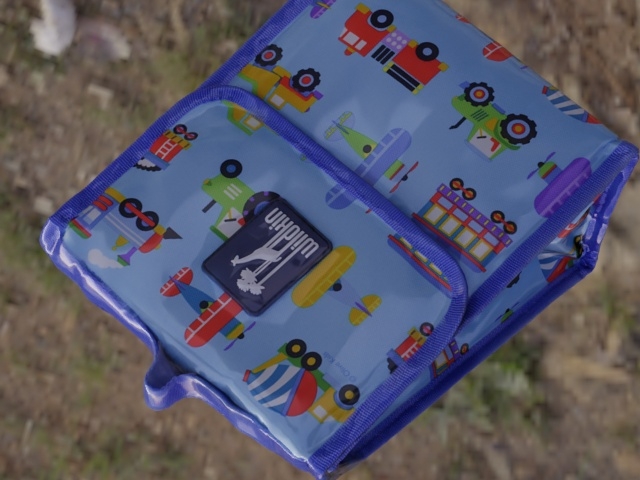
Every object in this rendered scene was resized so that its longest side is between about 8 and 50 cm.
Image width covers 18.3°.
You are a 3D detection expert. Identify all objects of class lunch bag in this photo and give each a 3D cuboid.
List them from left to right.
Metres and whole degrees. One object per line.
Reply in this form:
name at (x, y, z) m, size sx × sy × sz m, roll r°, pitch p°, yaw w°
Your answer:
lunch bag at (0.000, 0.000, 1.150) m, size 0.221 × 0.293 × 0.138 m, roll 40°, pitch 152°, yaw 18°
